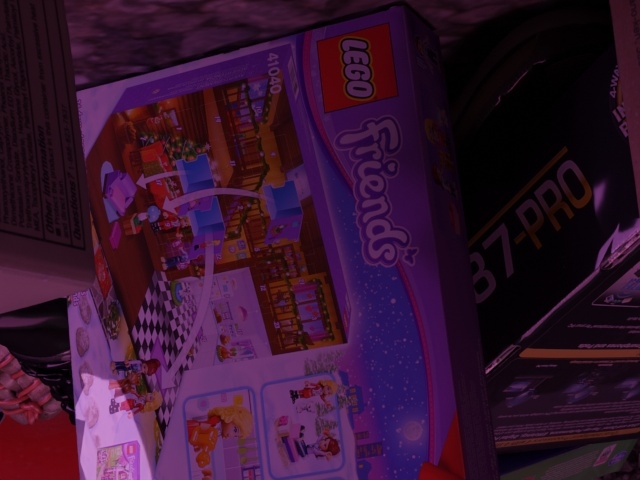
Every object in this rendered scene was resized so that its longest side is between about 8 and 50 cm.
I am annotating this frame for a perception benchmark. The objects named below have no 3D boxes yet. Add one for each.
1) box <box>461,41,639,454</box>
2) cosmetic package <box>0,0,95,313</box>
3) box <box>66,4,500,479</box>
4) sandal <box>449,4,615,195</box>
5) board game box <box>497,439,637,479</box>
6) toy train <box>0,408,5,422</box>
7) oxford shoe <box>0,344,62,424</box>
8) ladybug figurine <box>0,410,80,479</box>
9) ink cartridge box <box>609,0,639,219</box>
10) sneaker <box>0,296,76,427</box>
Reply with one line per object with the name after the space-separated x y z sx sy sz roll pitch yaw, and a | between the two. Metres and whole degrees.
0.238 0.004 0.934 0.395 0.097 0.318 1 141 -43 | box
-0.221 -0.057 0.557 0.129 0.153 0.296 -14 164 26 | cosmetic package
-0.024 0.049 0.801 0.201 0.293 0.057 -12 165 21 | box
0.082 -0.049 0.932 0.120 0.086 0.303 0 150 -31 | sandal
0.037 0.091 1.010 0.317 0.213 0.046 -7 130 -50 | board game box
-0.303 0.108 1.328 0.080 0.105 0.184 -9 167 8 | toy train
-0.205 0.058 1.108 0.123 0.130 0.348 -15 165 29 | oxford shoe
-0.193 0.191 1.625 0.449 0.161 0.305 -11 166 17 | ladybug figurine
0.211 -0.078 0.603 0.235 0.193 0.088 4 164 -41 | ink cartridge box
-0.130 0.082 1.045 0.107 0.124 0.283 8 178 37 | sneaker
